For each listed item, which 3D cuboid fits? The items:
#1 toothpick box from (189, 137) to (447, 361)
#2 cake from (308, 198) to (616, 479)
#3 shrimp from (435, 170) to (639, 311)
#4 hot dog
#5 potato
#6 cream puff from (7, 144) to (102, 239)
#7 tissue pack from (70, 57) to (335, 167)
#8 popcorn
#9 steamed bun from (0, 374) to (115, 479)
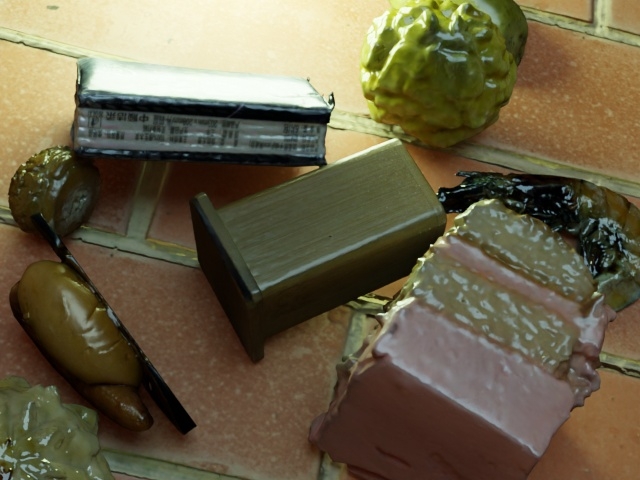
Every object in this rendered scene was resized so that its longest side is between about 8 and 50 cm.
[{"bbox_3d":[0.000,0.000,1.940,0.308,0.190,0.187,-23,62,-15],"label":"toothpick box"},{"bbox_3d":[0.196,0.165,1.828,0.293,0.314,0.307,32,53,8],"label":"cake"},{"bbox_3d":[0.346,-0.002,2.131,0.365,0.071,0.233,7,59,-14],"label":"shrimp"},{"bbox_3d":[-0.305,0.129,1.817,0.107,0.194,0.326,-37,62,-9],"label":"hot dog"},{"bbox_3d":[0.241,-0.403,2.358,0.272,0.111,0.160,39,58,16],"label":"potato"},{"bbox_3d":[-0.378,-0.068,1.971,0.103,0.126,0.144,19,43,20],"label":"cream puff"},{"bbox_3d":[-0.177,-0.187,2.037,0.361,0.122,0.259,2,16,-11],"label":"tissue pack"},{"bbox_3d":[0.182,-0.270,2.199,0.249,0.249,0.225,20,24,1],"label":"popcorn"},{"bbox_3d":[-0.386,0.279,1.721,0.295,0.137,0.292,-34,66,-28],"label":"steamed bun"}]
